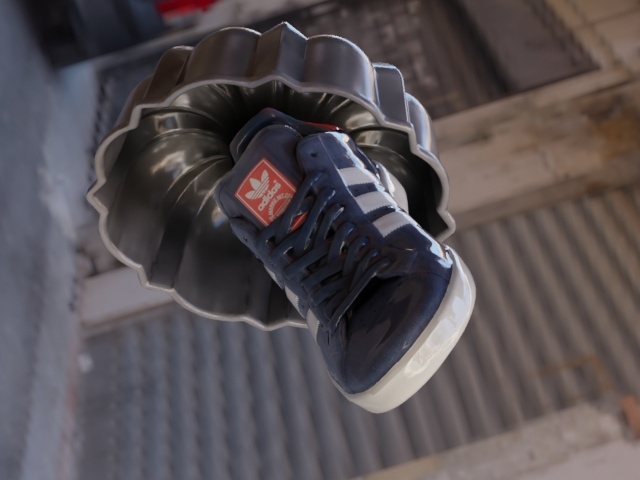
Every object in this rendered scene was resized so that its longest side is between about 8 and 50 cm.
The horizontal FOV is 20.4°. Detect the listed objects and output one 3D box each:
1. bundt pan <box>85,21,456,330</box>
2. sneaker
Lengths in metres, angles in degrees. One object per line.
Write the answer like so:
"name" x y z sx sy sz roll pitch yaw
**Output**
"bundt pan" -0.041 -0.067 1.623 0.331 0.330 0.124 71 17 -44
"sneaker" 0.000 0.000 1.285 0.148 0.131 0.350 38 8 -21
